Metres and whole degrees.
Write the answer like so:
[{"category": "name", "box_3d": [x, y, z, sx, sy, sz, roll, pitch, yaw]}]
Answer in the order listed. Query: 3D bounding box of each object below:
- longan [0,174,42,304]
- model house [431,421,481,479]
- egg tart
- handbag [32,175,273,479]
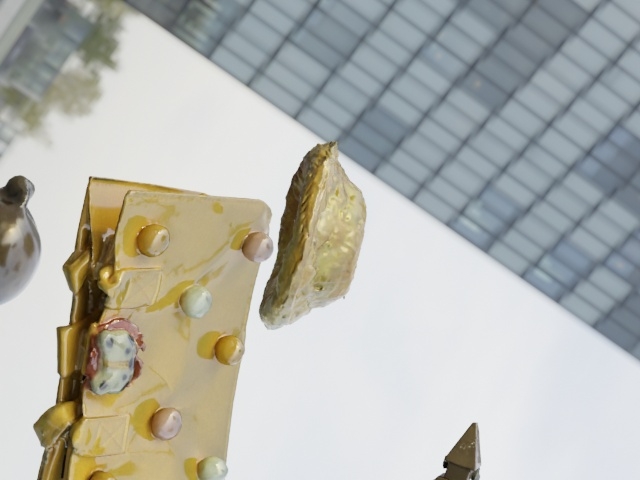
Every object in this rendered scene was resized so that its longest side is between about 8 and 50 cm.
[{"category": "longan", "box_3d": [-0.468, 0.000, 2.195, 0.204, 0.159, 0.185, -60, -150, -7]}, {"category": "model house", "box_3d": [0.202, 0.381, 2.188, 0.181, 0.176, 0.248, 1, 107, -74]}, {"category": "egg tart", "box_3d": [0.000, 0.000, 2.384, 0.319, 0.128, 0.319, -164, -90, -85]}, {"category": "handbag", "box_3d": [-0.195, 0.134, 1.787, 0.133, 0.283, 0.401, 15, -85, 35]}]
